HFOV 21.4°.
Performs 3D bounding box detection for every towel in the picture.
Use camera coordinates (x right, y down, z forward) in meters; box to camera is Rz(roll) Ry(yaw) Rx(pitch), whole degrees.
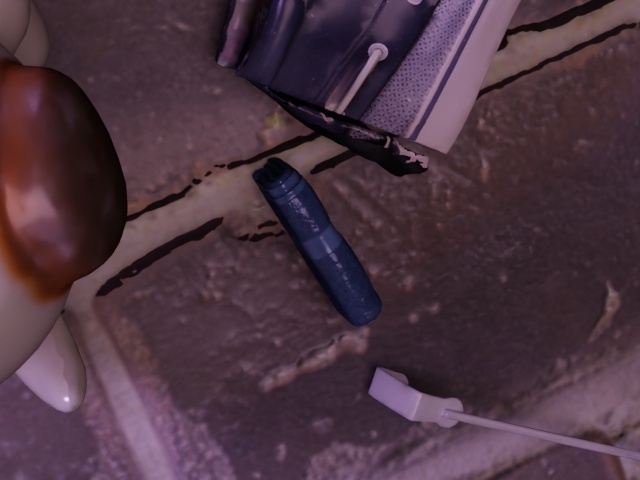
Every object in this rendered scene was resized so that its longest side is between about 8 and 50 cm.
[{"bbox_3d":[0.000,0.000,1.126,0.029,0.067,0.119,-33,107,-5],"label":"towel"}]

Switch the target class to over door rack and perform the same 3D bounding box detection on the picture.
[{"bbox_3d":[0.162,0.251,1.201,0.324,0.108,0.239,16,96,-17],"label":"over door rack"}]

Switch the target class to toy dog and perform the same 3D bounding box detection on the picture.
[{"bbox_3d":[-0.250,-0.030,0.873,0.284,0.408,0.395,-24,106,-9],"label":"toy dog"}]

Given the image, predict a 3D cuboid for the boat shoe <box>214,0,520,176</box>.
[{"bbox_3d":[0.058,-0.218,1.065,0.158,0.127,0.340,19,96,-26],"label":"boat shoe"}]
